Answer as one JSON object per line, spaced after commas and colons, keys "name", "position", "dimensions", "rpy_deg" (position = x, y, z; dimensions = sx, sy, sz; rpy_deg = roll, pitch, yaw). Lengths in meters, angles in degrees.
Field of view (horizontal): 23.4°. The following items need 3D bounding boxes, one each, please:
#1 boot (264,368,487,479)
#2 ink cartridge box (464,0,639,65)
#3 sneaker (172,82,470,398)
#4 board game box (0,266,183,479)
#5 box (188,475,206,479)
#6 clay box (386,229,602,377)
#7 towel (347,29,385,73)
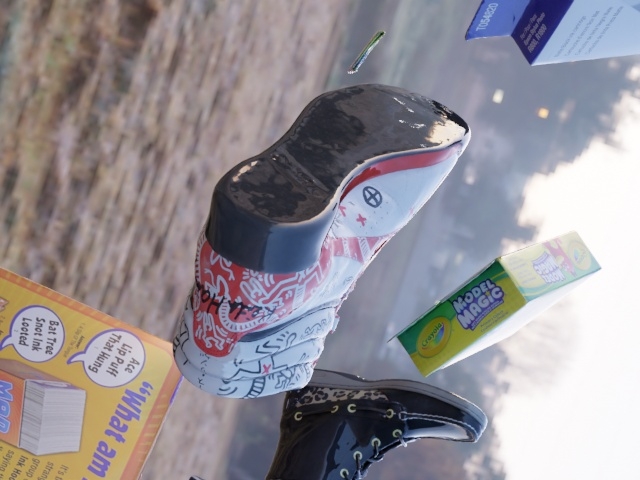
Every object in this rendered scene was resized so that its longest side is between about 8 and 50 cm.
{"name": "boot", "position": [0.050, 0.240, 1.678], "dimensions": [0.085, 0.236, 0.179], "rpy_deg": [65, 39, -53]}
{"name": "ink cartridge box", "position": [0.271, -0.238, 1.449], "dimensions": [0.223, 0.224, 0.045], "rpy_deg": [114, -34, -64]}
{"name": "sneaker", "position": [-0.001, 0.000, 0.973], "dimensions": [0.270, 0.090, 0.145], "rpy_deg": [-37, 151, -55]}
{"name": "board game box", "position": [-0.369, 0.250, 1.321], "dimensions": [0.356, 0.356, 0.356], "rpy_deg": [-69, -176, -50]}
{"name": "box", "position": [-0.033, 0.447, 1.535], "dimensions": [0.179, 0.343, 0.312], "rpy_deg": [18, -100, 50]}
{"name": "clay box", "position": [0.160, 0.058, 1.410], "dimensions": [0.127, 0.053, 0.222], "rpy_deg": [-40, 169, 29]}
{"name": "towel", "position": [0.053, -0.219, 1.799], "dimensions": [0.060, 0.009, 0.083], "rpy_deg": [-52, -176, 1]}
